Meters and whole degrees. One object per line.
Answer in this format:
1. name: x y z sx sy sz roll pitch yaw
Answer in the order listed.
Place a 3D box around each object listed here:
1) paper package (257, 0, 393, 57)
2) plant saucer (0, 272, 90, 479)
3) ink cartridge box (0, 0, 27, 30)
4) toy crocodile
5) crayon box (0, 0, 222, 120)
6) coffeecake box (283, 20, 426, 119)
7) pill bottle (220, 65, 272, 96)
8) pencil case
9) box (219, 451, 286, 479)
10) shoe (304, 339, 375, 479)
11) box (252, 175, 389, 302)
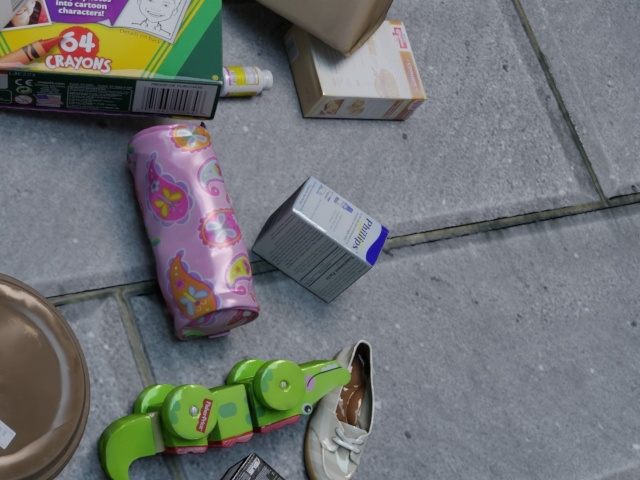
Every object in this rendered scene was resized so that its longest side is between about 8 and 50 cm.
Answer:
1. paper package: -0.004 -0.489 1.912 0.309 0.325 0.168 31 37 7
2. plant saucer: -0.381 0.160 1.510 0.278 0.041 0.278 14 66 -32
3. ink cartridge box: -0.475 -0.338 1.583 0.197 0.198 0.270 30 64 9
4. toy crocodile: -0.116 0.213 1.663 0.340 0.115 0.105 -13 92 -32
5. crayon box: -0.315 -0.327 1.777 0.363 0.106 0.313 3 65 -12
6. coffeecake box: 0.052 -0.261 2.031 0.185 0.068 0.142 -1 65 -30
7. pill bottle: -0.112 -0.231 1.936 0.083 0.043 0.043 -5 69 -32
8. pencil case: -0.169 -0.015 1.748 0.124 0.124 0.284 -7 69 -32
9. box: -0.089 0.374 1.614 0.147 0.077 0.180 41 53 -5
10. shoe: 0.031 0.230 1.770 0.076 0.058 0.219 23 56 -18
11. box: 0.000 0.000 1.830 0.137 0.126 0.072 35 52 -10
